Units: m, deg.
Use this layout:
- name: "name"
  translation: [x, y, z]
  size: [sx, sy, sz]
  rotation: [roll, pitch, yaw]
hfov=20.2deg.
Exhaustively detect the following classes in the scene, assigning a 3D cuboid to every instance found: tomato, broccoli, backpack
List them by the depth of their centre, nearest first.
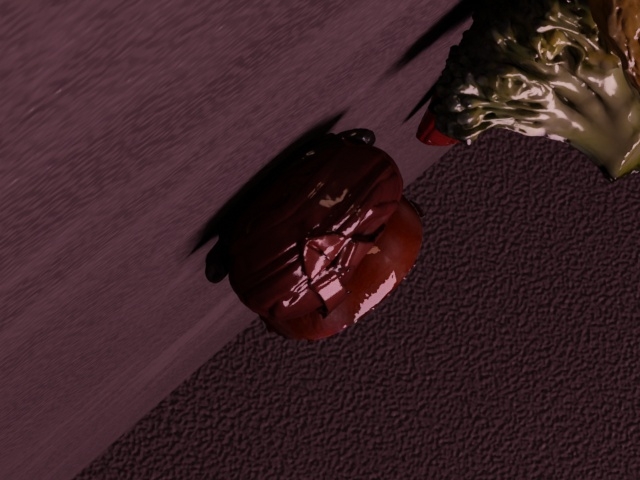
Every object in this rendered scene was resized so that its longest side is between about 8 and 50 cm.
- name: "backpack"
  translation: [-0.008, -0.007, 1.772]
  size: [0.229, 0.139, 0.229]
  rotation: [-43, 177, -2]
- name: "broccoli"
  translation: [0.263, -0.177, 1.842]
  size: [0.288, 0.245, 0.248]
  rotation: [-45, 176, 8]
- name: "tomato"
  translation: [-0.001, 0.000, 1.963]
  size: [0.225, 0.085, 0.225]
  rotation: [-25, -139, 24]

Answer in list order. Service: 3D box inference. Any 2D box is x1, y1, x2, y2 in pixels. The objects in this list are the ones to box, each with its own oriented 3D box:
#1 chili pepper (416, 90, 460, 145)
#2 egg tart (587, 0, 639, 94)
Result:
- name: "chili pepper"
  translation: [0.213, -0.200, 2.272]
  size: [0.110, 0.110, 0.387]
  rotation: [-41, 180, -25]
- name: "egg tart"
  translation: [0.328, -0.261, 1.681]
  size: [0.128, 0.319, 0.319]
  rotation: [2, -150, 42]
